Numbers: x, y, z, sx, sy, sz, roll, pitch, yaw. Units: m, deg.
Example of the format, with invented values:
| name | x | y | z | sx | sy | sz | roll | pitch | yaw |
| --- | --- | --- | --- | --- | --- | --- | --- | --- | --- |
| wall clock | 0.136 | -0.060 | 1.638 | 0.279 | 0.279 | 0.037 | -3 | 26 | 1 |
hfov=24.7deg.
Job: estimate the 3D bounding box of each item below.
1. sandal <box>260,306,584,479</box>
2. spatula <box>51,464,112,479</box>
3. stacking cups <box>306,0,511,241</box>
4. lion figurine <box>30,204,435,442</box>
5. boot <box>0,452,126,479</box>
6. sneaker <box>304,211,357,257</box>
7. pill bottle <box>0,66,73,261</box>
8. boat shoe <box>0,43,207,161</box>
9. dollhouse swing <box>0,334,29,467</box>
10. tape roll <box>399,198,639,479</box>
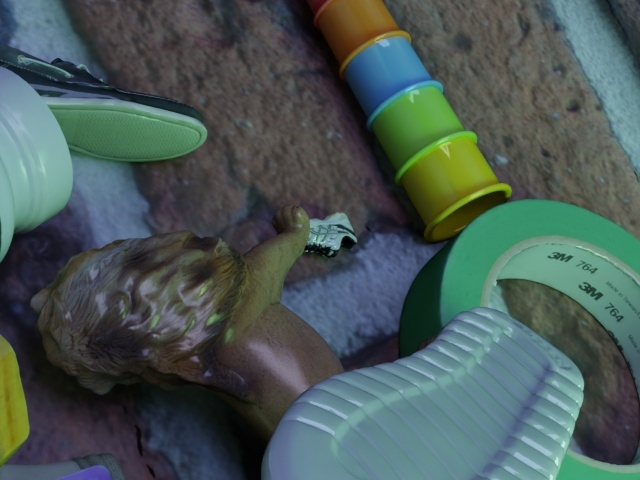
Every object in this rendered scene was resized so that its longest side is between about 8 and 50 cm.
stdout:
| name | x | y | z | sx | sy | sz | roll | pitch | yaw |
| --- | --- | --- | --- | --- | --- | --- | --- | --- | --- |
| sandal | 0.088 | 0.161 | 1.053 | 0.169 | 0.102 | 0.416 | 36 | 26 | 19 |
| spatula | -0.148 | 0.302 | 0.968 | 0.084 | 0.030 | 0.296 | -12 | 89 | -44 |
| stacking cups | 0.069 | -0.156 | 1.415 | 0.096 | 0.096 | 0.316 | -16 | 70 | -37 |
| lion figurine | -0.023 | 0.119 | 1.143 | 0.392 | 0.142 | 0.240 | 38 | 34 | 5 |
| boot | -0.197 | 0.247 | 1.011 | 0.165 | 0.077 | 0.213 | 4 | 59 | -32 |
| sneaker | 0.000 | 0.000 | 1.315 | 0.083 | 0.032 | 0.037 | -19 | 72 | -38 |
| pill bottle | -0.322 | -0.017 | 1.044 | 0.162 | 0.162 | 0.278 | 49 | 49 | 5 |
| boat shoe | -0.206 | -0.121 | 1.234 | 0.233 | 0.084 | 0.079 | 9 | 57 | -23 |
| dollhouse swing | -0.395 | 0.134 | 0.811 | 0.347 | 0.305 | 0.315 | 46 | 48 | 1 |
| tape roll | 0.230 | 0.116 | 1.352 | 0.321 | 0.077 | 0.321 | 15 | 54 | -22 |
